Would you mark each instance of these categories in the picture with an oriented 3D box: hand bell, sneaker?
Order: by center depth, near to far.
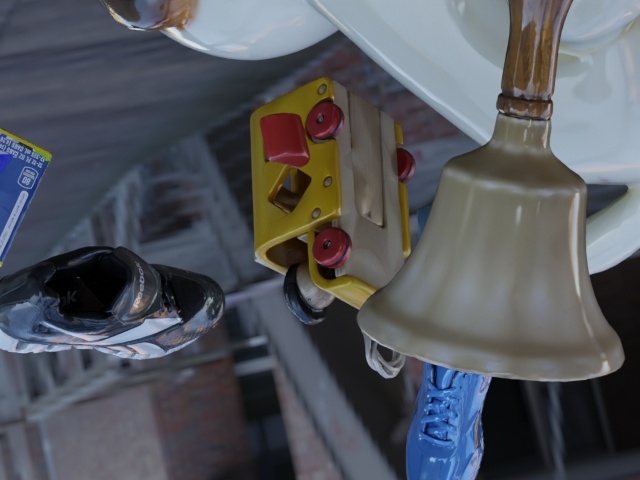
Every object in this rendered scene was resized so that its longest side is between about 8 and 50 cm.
[{"bbox_3d":[0.094,-0.070,0.776,0.126,0.242,0.126,7,-168,-2],"label":"hand bell"},{"bbox_3d":[-0.160,0.049,1.400,0.234,0.078,0.106,2,160,-40],"label":"sneaker"},{"bbox_3d":[0.107,0.129,1.457,0.069,0.209,0.082,13,176,26],"label":"sneaker"}]

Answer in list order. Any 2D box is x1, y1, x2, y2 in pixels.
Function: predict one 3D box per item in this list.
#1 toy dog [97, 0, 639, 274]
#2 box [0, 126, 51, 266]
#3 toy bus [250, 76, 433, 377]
[{"bbox_3d":[0.063,-0.200,1.059,0.408,0.395,0.284,14,-145,22],"label":"toy dog"},{"bbox_3d":[-0.207,-0.049,0.744,0.169,0.059,0.054,27,173,-29],"label":"box"},{"bbox_3d":[0.003,-0.009,1.209,0.104,0.191,0.202,-22,-169,33],"label":"toy bus"}]
